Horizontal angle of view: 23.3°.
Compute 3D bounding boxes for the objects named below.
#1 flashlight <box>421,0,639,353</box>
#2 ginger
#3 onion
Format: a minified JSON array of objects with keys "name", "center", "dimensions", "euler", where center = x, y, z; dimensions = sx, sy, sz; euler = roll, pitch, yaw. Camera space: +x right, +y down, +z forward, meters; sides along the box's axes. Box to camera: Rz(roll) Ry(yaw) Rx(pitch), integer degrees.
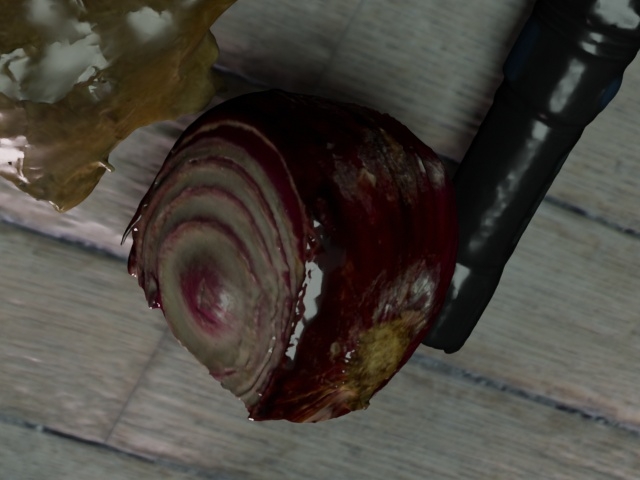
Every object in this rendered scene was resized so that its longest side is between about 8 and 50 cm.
[{"name":"flashlight","center":[0.164,-0.093,1.154],"dimensions":[0.103,0.103,0.424],"euler":[16,117,-22]},{"name":"ginger","center":[-0.143,-0.152,1.032],"dimensions":[0.270,0.123,0.219],"euler":[-42,128,4]},{"name":"onion","center":[0.003,-0.005,1.100],"dimensions":[0.206,0.216,0.207],"euler":[-5,130,-45]}]
